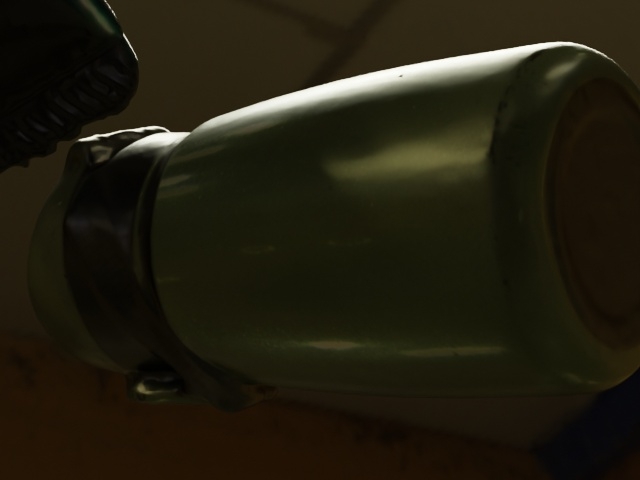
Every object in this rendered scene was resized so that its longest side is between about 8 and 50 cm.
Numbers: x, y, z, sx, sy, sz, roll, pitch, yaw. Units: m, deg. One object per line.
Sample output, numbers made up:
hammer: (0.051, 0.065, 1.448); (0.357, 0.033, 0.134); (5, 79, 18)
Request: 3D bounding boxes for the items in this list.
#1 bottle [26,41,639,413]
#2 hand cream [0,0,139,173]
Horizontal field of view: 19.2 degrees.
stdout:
bottle: (0.000, 0.002, 0.977); (0.347, 0.168, 0.168); (-6, -27, 37)
hand cream: (-0.146, -0.118, 0.384); (0.120, 0.270, 0.061); (-30, -6, 16)
